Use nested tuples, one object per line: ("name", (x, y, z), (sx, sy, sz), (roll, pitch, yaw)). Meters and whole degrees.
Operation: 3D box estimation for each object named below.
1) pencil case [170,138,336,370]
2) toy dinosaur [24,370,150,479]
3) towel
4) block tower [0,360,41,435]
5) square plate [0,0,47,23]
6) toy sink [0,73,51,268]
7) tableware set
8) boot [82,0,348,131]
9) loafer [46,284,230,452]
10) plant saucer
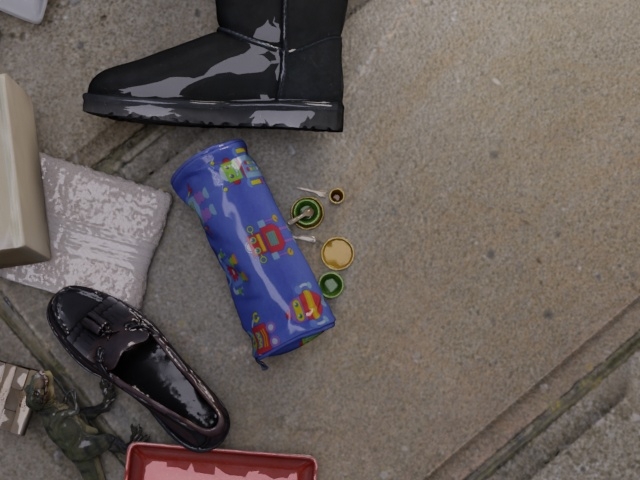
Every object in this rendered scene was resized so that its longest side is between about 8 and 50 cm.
("pencil case", (-0.093, 0.016, 1.821), (0.119, 0.133, 0.306), (-23, 83, -28))
("toy dinosaur", (-0.306, 0.264, 1.805), (0.118, 0.064, 0.268), (-38, 115, -30))
("towel", (-0.362, -0.020, 1.858), (0.282, 0.049, 0.187), (16, 84, 0))
("block tower", (-0.543, 0.178, 1.808), (0.336, 0.097, 0.090), (16, 83, 2))
("square plate", (-0.491, -0.521, 1.842), (0.344, 0.049, 0.347), (23, 113, 8))
("toy sink", (-0.450, -0.085, 1.766), (0.131, 0.153, 0.234), (-8, 83, 0))
("tableware set", (0.000, 0.000, 1.876), (0.104, 0.024, 0.154), (13, 83, 0))
("boot", (-0.135, -0.378, 1.832), (0.367, 0.146, 0.445), (2, 93, -10))
("loafer", (-0.236, 0.159, 1.768), (0.302, 0.095, 0.109), (41, 72, 3))
("plant saucer", (-0.143, 0.410, 1.804), (0.259, 0.048, 0.258), (5, 83, -4))
